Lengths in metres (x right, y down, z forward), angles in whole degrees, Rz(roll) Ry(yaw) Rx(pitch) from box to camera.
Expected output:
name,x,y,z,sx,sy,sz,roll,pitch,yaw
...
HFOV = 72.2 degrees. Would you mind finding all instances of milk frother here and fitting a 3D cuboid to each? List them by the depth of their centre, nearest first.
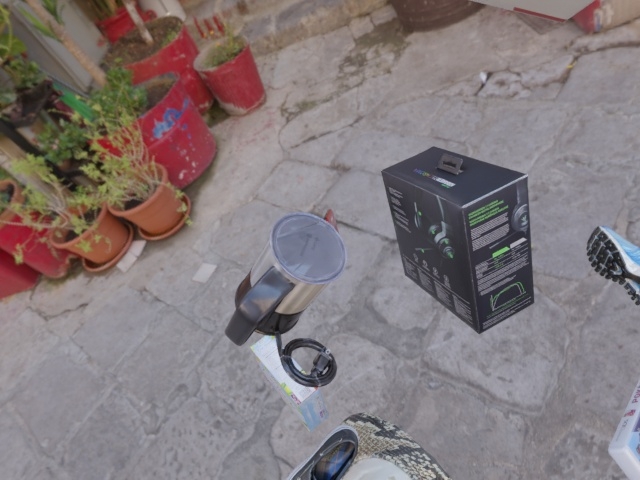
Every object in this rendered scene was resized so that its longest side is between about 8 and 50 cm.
name,x,y,z,sx,sy,sz,roll,pitch,yaw
milk frother,-0.017,0.070,0.470,0.143,0.134,0.129,28,50,-8

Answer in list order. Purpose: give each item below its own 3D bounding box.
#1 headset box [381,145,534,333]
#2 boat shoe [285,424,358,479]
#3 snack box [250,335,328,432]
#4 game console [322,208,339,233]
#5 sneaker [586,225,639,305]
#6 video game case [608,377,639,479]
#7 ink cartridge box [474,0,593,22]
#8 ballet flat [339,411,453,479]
name,x,y,z,sx,sy,sz,roll,pitch,yaw
headset box,0.249,-0.020,0.815,0.131,0.283,0.246,-26,29,-12
boat shoe,-0.005,0.284,0.522,0.049,0.040,0.142,38,85,0
snack box,-0.078,0.358,1.110,0.070,0.174,0.207,-36,52,-22
game console,0.000,0.000,1.073,0.085,0.124,0.144,-15,12,9
sneaker,0.484,0.040,0.674,0.073,0.063,0.162,-14,52,-15
video game case,0.407,0.250,0.468,0.183,0.023,0.201,-29,80,-37
ink cartridge box,0.268,-0.450,0.565,0.197,0.114,0.272,-1,80,-24
ballet flat,0.138,0.406,0.524,0.164,0.182,0.483,-52,51,10
